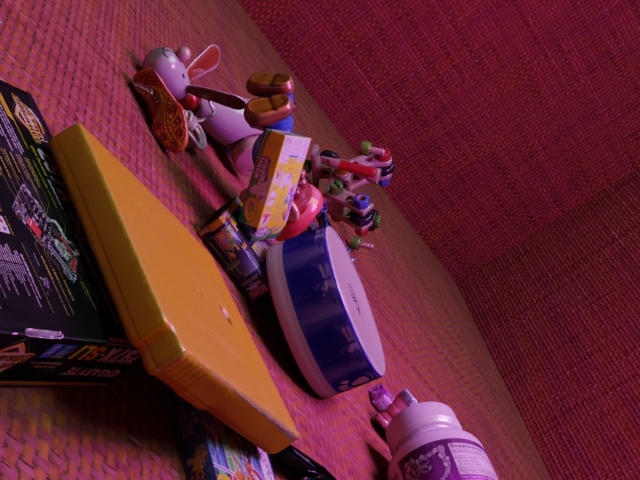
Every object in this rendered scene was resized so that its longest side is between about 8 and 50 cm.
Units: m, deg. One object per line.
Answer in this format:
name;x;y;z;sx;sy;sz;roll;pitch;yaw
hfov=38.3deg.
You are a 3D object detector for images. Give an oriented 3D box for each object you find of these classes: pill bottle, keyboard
pill bottle;0.201;0.405;1.445;0.169;0.169;0.301;47;14;-38
keyboard;-0.027;0.297;1.179;0.100;0.038;0.192;34;-7;47

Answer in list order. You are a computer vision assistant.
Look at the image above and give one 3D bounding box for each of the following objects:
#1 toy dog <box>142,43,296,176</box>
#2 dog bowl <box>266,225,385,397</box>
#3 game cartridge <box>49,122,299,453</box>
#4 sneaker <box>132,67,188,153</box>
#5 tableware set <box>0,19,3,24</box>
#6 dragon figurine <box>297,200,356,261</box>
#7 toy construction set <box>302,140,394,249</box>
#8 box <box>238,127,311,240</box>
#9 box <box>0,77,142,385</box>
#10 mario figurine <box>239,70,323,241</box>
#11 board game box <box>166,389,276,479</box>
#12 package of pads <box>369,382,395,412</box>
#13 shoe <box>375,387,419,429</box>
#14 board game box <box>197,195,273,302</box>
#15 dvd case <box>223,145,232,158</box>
toy dog;-0.169;-0.265;1.750;0.220;0.161;0.334;60;15;22
dog bowl;0.011;0.114;1.491;0.265;0.104;0.264;-21;90;-80
game cartridge;-0.149;0.063;0.969;0.285;0.053;0.323;60;4;32
sneaker;-0.257;-0.215;1.543;0.175;0.064;0.067;65;4;26
tableware set;-0.453;-0.309;1.096;0.141;0.020;0.168;52;13;-10
dragon figurine;0.000;0.000;1.944;0.144;0.085;0.289;53;11;-14
toy construction set;0.043;-0.157;2.342;0.237;0.257;0.309;15;-17;12
box;-0.076;-0.087;1.484;0.043;0.179;0.105;19;9;21
box;-0.297;-0.027;0.812;0.322;0.079;0.257;59;10;17
mario figurine;-0.103;-0.128;1.629;0.170;0.198;0.320;23;-42;29
board game box;-0.090;0.258;0.980;0.136;0.035;0.201;44;17;-46
package of pads;0.128;0.313;1.740;0.083;0.032;0.050;51;10;-22
shoe;0.160;0.337;1.694;0.063;0.081;0.178;51;-1;38
board game box;-0.125;0.011;1.493;0.141;0.048;0.170;53;12;-9
dvd case;-0.180;-0.197;1.928;0.087;0.013;0.119;55;13;-4
